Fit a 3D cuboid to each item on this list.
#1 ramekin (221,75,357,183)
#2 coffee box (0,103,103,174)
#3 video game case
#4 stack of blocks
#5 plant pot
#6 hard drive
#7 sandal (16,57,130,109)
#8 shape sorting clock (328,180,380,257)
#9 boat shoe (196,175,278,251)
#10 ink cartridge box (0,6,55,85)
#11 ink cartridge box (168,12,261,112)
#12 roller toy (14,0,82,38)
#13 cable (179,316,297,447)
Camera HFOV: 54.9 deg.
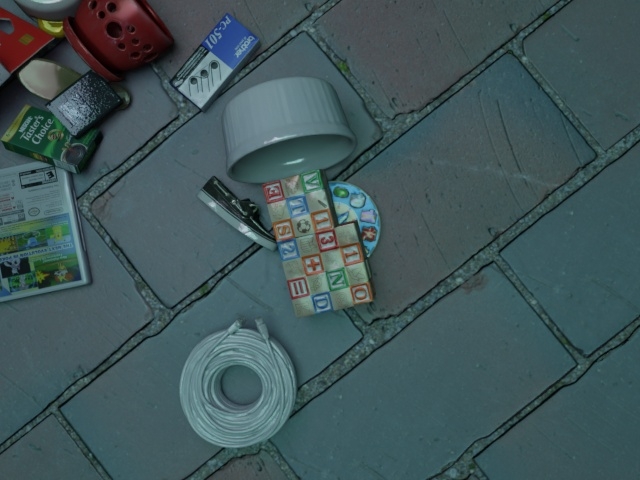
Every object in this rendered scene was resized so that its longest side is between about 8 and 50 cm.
[{"bbox_3d":[-0.073,-0.227,1.284,0.278,0.277,0.135,-14,80,1],"label":"ramekin"},{"bbox_3d":[-0.604,-0.228,1.387,0.184,0.040,0.113,20,63,3],"label":"coffee box"},{"bbox_3d":[-0.712,-0.014,1.406,0.329,0.036,0.299,-12,88,0],"label":"video game case"},{"bbox_3d":[0.000,0.000,1.324,0.171,0.087,0.297,-14,93,10],"label":"stack of blocks"},{"bbox_3d":[-0.445,-0.458,1.343,0.174,0.191,0.191,-36,87,8],"label":"plant pot"},{"bbox_3d":[-0.520,-0.303,1.361,0.135,0.022,0.094,-43,108,-11],"label":"hard drive"},{"bbox_3d":[-0.558,-0.343,1.398,0.240,0.079,0.088,12,92,-21],"label":"sandal"},{"bbox_3d":[0.032,-0.032,1.383,0.206,0.040,0.206,0,88,1],"label":"shape sorting clock"},{"bbox_3d":[-0.174,-0.061,1.372,0.219,0.078,0.070,38,90,4],"label":"boat shoe"},{"bbox_3d":[-0.769,-0.423,1.326,0.296,0.066,0.261,31,72,23],"label":"ink cartridge box"},{"bbox_3d":[-0.239,-0.403,1.401,0.097,0.046,0.207,40,89,1],"label":"ink cartridge box"},{"bbox_3d":[-0.594,-0.578,1.367,0.191,0.146,0.209,-42,95,-8],"label":"roller toy"},{"bbox_3d":[-0.179,0.318,1.354,0.257,0.089,0.257,-31,88,1],"label":"cable"}]
